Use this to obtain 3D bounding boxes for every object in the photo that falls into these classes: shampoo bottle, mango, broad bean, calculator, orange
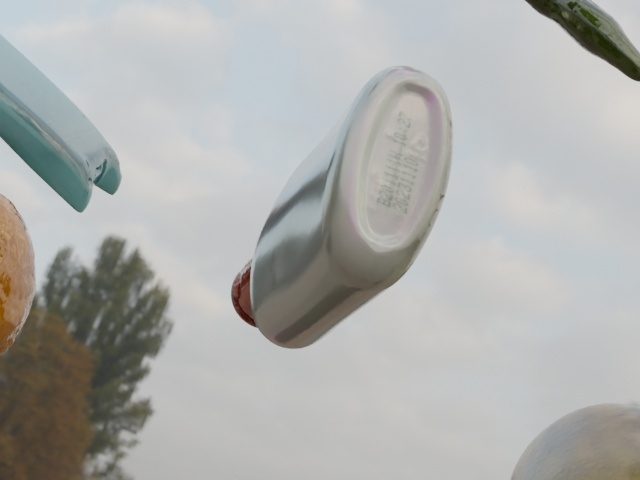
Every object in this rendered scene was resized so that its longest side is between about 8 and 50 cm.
[{"bbox_3d":[0.000,0.000,0.594,0.051,0.108,0.221,19,-22,-12],"label":"shampoo bottle"},{"bbox_3d":[0.283,0.264,1.177,0.173,0.211,0.317,52,1,3],"label":"mango"},{"bbox_3d":[0.231,-0.248,1.215,0.297,0.043,0.060,45,20,26],"label":"broad bean"},{"bbox_3d":[-0.407,-0.201,1.537,0.386,0.054,0.256,44,9,-4],"label":"calculator"},{"bbox_3d":[-0.390,0.036,1.204,0.219,0.219,0.193,8,-2,35],"label":"orange"}]
